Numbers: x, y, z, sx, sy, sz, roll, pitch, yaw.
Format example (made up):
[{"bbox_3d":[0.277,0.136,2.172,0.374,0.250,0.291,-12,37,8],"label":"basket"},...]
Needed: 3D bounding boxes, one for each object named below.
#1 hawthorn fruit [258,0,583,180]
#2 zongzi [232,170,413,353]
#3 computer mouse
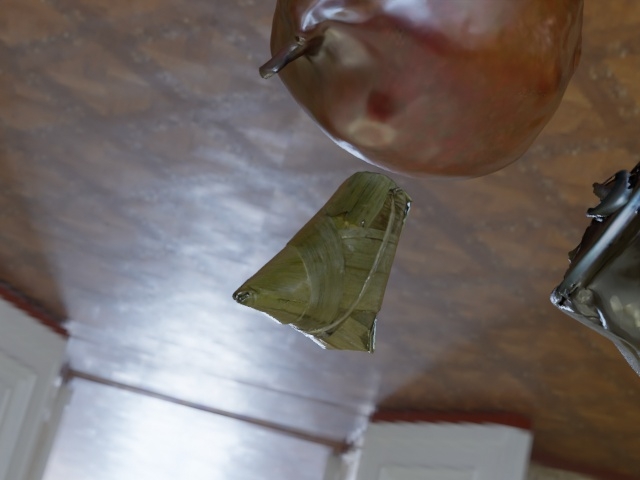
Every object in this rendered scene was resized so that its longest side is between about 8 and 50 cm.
[{"bbox_3d":[0.094,-0.213,1.265,0.325,0.308,0.308,24,156,-29],"label":"hawthorn fruit"},{"bbox_3d":[0.000,0.000,1.072,0.079,0.160,0.176,5,164,35],"label":"zongzi"},{"bbox_3d":[0.201,0.006,0.735,0.096,0.137,0.233,34,179,33],"label":"computer mouse"}]
